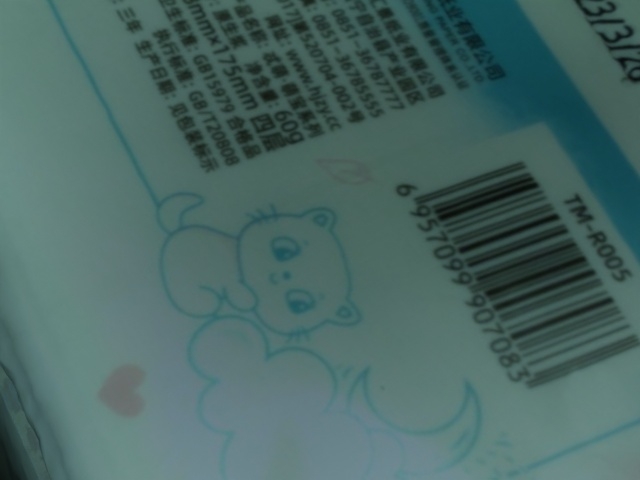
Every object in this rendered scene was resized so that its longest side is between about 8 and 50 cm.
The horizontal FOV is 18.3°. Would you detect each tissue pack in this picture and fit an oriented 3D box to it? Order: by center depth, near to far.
[{"bbox_3d":[0.002,-0.001,0.490,0.201,0.124,0.271,-21,59,-15],"label":"tissue pack"}]
